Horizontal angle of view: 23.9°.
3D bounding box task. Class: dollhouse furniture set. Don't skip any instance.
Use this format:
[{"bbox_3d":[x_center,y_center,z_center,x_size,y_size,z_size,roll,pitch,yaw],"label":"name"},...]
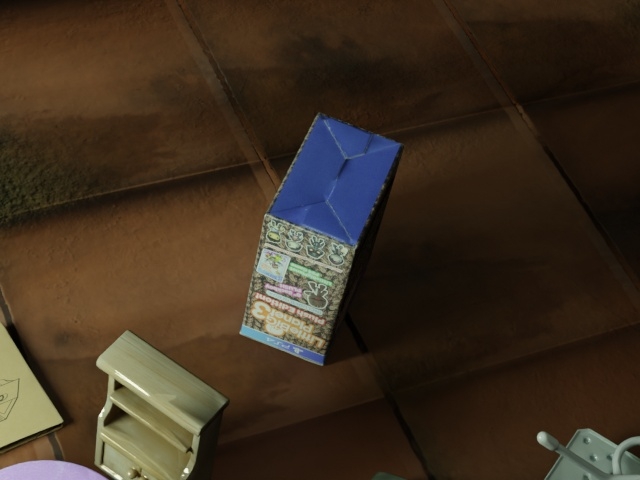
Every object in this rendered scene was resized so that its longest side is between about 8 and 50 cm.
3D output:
[{"bbox_3d":[-0.311,0.352,1.944,0.362,0.256,0.394,32,52,16],"label":"dollhouse furniture set"}]

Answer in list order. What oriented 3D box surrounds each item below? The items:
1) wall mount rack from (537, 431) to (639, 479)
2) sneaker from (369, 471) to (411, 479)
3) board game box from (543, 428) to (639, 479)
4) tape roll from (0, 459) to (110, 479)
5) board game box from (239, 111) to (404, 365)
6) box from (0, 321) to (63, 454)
[{"bbox_3d":[0.447,0.389,2.079,0.304,0.130,0.350,2,49,-10],"label":"wall mount rack"},{"bbox_3d":[0.119,0.391,2.056,0.227,0.087,0.130,2,42,50],"label":"sneaker"},{"bbox_3d":[0.442,0.499,2.104,0.390,0.050,0.390,31,51,15],"label":"board game box"},{"bbox_3d":[-0.327,0.406,1.797,0.274,0.090,0.275,-1,67,2],"label":"tape roll"},{"bbox_3d":[0.000,0.000,2.276,0.141,0.291,0.232,21,50,5],"label":"board game box"},{"bbox_3d":[-0.489,0.221,2.174,0.164,0.021,0.201,-22,57,-27],"label":"box"}]
